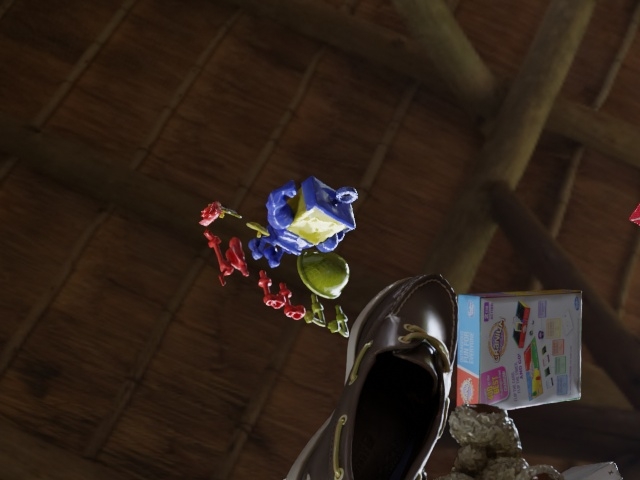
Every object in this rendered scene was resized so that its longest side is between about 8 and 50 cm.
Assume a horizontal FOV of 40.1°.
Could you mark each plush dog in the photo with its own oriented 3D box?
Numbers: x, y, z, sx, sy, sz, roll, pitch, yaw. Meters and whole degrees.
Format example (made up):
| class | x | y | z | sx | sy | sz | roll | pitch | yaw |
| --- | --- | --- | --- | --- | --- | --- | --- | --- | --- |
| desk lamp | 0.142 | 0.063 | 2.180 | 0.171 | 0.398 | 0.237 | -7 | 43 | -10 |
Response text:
| class | x | y | z | sx | sy | sz | roll | pitch | yaw |
| --- | --- | --- | --- | --- | --- | --- | --- | --- | --- |
| plush dog | 0.239 | 0.416 | 1.379 | 0.225 | 0.262 | 0.211 | -18 | -55 | -13 |

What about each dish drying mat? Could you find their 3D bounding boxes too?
| class | x | y | z | sx | sy | sz | roll | pitch | yaw |
| --- | --- | --- | --- | --- | --- | --- | --- | --- | --- |
| dish drying mat | 0.644 | -0.069 | 1.729 | 0.032 | 0.083 | 0.008 | 29 | -157 | 0 |

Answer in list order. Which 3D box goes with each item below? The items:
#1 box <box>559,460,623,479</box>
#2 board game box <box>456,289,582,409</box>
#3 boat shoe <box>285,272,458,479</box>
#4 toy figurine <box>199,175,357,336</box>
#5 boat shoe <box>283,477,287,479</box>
| class | x | y | z | sx | sy | sz | roll | pitch | yaw |
| --- | --- | --- | --- | --- | --- | --- | --- | --- | --- |
| box | 0.446 | 0.449 | 1.455 | 0.091 | 0.170 | 0.130 | -23 | -104 | -14 |
| board game box | 0.427 | 0.228 | 1.863 | 0.316 | 0.064 | 0.242 | 1 | -89 | -34 |
| boat shoe | 0.073 | 0.141 | 0.831 | 0.116 | 0.096 | 0.324 | 41 | -133 | -7 |
| toy figurine | 0.000 | 0.000 | 1.500 | 0.362 | 0.217 | 0.191 | 30 | -148 | -41 |
| boat shoe | -0.078 | 0.423 | 1.448 | 0.035 | 0.100 | 0.035 | 36 | -153 | -31 |
